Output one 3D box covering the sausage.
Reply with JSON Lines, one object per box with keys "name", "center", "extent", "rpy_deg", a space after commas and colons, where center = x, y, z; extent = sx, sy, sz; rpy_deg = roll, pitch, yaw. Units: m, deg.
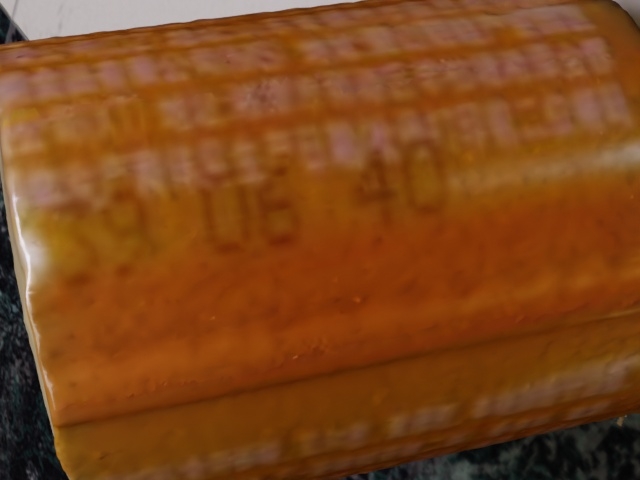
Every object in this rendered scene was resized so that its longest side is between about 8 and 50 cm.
{"name": "sausage", "center": [0.000, 0.000, 0.580], "extent": [0.233, 0.287, 0.233], "rpy_deg": [171, 90, -75]}
